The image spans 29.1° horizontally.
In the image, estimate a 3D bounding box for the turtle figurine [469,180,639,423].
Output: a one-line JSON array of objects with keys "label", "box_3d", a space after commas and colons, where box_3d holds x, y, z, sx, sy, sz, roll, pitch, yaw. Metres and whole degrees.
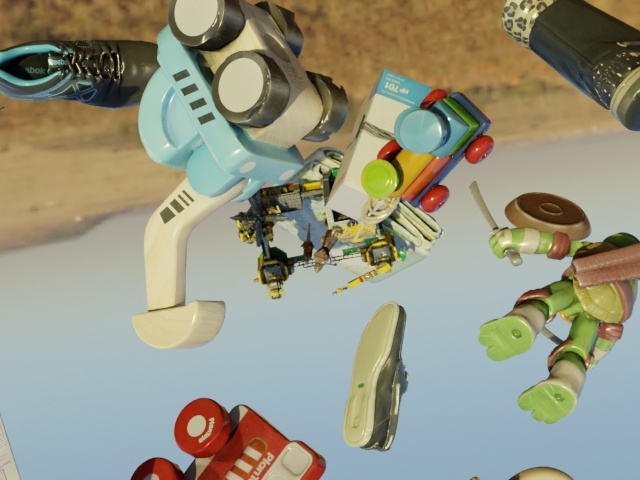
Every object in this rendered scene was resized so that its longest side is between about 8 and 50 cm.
[{"label": "turtle figurine", "box_3d": [0.261, 0.087, 1.460, 0.274, 0.198, 0.266, 12, -145, 27]}]

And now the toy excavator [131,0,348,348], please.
[{"label": "toy excavator", "box_3d": [-0.174, -0.110, 1.904, 0.445, 0.433, 0.222, -39, 158, 24]}]

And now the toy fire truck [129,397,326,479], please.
[{"label": "toy fire truck", "box_3d": [-0.158, 0.427, 2.069, 0.254, 0.302, 0.169, 31, 171, 42]}]

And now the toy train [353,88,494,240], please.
[{"label": "toy train", "box_3d": [0.092, -0.074, 1.529, 0.248, 0.105, 0.143, -49, 165, 24]}]

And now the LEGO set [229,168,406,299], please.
[{"label": "LEGO set", "box_3d": [0.000, 0.000, 2.336, 0.331, 0.255, 0.192, -3, -154, 0]}]

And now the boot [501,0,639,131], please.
[{"label": "boot", "box_3d": [0.296, -0.181, 1.220, 0.178, 0.085, 0.236, 44, -155, 26]}]

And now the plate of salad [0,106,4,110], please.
[{"label": "plate of salad", "box_3d": [-0.563, -0.167, 1.817, 0.200, 0.048, 0.200, -19, -167, 5]}]

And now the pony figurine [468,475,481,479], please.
[{"label": "pony figurine", "box_3d": [0.121, 0.518, 1.988, 0.363, 0.303, 0.351, -30, 165, 14]}]

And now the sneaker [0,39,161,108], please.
[{"label": "sneaker", "box_3d": [-0.431, -0.302, 2.232, 0.341, 0.125, 0.139, -5, 179, -3]}]

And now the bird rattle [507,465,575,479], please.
[{"label": "bird rattle", "box_3d": [0.398, 0.484, 2.147, 0.253, 0.207, 0.143, -30, -155, 14]}]

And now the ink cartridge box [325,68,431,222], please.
[{"label": "ink cartridge box", "box_3d": [0.085, -0.135, 1.821, 0.082, 0.191, 0.139, 23, 163, -6]}]

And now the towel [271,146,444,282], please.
[{"label": "towel", "box_3d": [0.058, -0.048, 2.599, 0.320, 0.090, 0.374, 34, 157, -10]}]

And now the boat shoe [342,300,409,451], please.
[{"label": "boat shoe", "box_3d": [0.097, 0.211, 1.919, 0.079, 0.233, 0.084, 19, 167, -30]}]

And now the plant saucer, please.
[{"label": "plant saucer", "box_3d": [0.434, -0.050, 2.338, 0.168, 0.029, 0.168, 9, -152, -5]}]

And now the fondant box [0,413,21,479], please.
[{"label": "fondant box", "box_3d": [-0.514, 0.325, 1.715, 0.238, 0.330, 0.096, 19, -140, 40]}]
